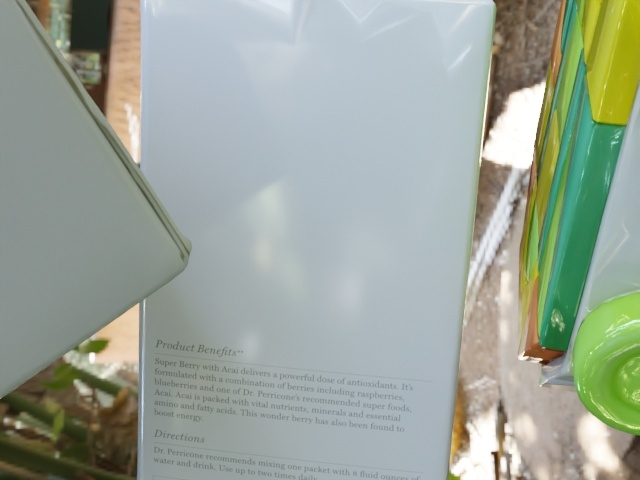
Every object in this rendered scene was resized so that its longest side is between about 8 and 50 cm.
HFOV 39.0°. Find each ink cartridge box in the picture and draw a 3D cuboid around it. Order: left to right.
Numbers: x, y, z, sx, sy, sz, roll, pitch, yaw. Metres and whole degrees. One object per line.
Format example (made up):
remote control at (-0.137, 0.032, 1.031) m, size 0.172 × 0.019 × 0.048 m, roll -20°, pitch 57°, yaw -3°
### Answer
ink cartridge box at (-0.228, -0.020, 0.421) m, size 0.307 × 0.223 × 0.129 m, roll 32°, pitch 155°, yaw 57°

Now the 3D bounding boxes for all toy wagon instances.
toy wagon at (0.142, -0.102, 0.376) m, size 0.267 × 0.068 × 0.344 m, roll -71°, pitch -14°, yaw -56°

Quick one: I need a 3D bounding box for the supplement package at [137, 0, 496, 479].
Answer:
supplement package at (0.000, 0.000, 0.544) m, size 0.175 × 0.178 × 0.292 m, roll -61°, pitch -25°, yaw -74°
